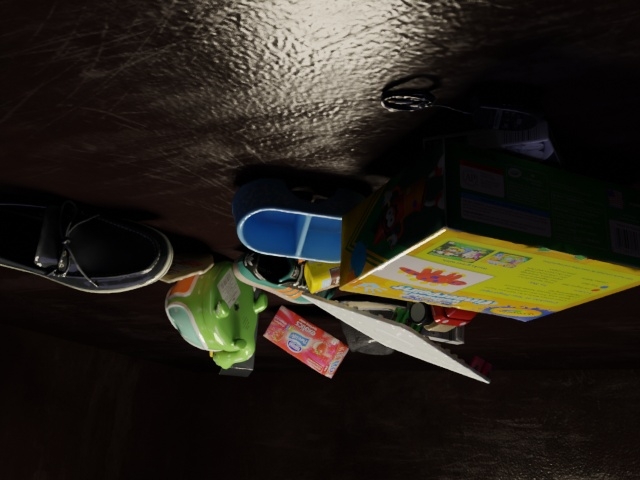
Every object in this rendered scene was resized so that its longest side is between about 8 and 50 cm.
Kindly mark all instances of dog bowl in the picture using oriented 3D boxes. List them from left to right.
[{"bbox_3d":[-0.035,-0.033,1.473,0.297,0.074,0.166,8,136,-10],"label":"dog bowl"}]

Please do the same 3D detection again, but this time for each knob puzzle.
[{"bbox_3d":[-0.363,0.072,1.885,0.213,0.030,0.213,-3,-164,1],"label":"knob puzzle"}]

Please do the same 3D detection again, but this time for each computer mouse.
[{"bbox_3d":[0.210,-0.205,1.074,0.242,0.041,0.071,9,164,7],"label":"computer mouse"}]

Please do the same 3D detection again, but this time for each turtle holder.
[{"bbox_3d":[-0.290,0.200,2.040,0.227,0.243,0.320,-4,150,25],"label":"turtle holder"}]

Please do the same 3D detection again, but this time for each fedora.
[{"bbox_3d":[0.164,0.289,2.362,0.333,0.153,0.334,4,161,2],"label":"fedora"}]

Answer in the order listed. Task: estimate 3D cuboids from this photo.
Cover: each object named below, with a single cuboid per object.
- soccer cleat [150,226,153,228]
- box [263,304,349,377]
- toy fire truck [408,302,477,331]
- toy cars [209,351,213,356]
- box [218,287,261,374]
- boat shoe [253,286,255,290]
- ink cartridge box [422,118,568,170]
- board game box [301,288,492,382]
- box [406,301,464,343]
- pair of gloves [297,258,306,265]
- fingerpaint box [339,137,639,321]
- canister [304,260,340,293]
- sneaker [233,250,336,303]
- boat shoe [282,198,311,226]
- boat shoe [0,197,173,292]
[{"bbox_3d":[-0.547,0.041,1.805,0.331,0.143,0.116,-1,159,15],"label":"soccer cleat"},{"bbox_3d":[-0.047,0.341,2.445,0.256,0.128,0.122,29,174,27],"label":"box"},{"bbox_3d":[0.318,0.065,1.602,0.158,0.217,0.246,12,145,-38],"label":"toy fire truck"},{"bbox_3d":[-0.347,0.305,2.499,0.087,0.177,0.394,0,162,-4],"label":"toy cars"},{"bbox_3d":[-0.253,0.285,2.277,0.103,0.261,0.184,7,162,-7],"label":"box"},{"bbox_3d":[-0.304,0.154,2.178,0.226,0.083,0.076,-2,159,18],"label":"boat shoe"},{"bbox_3d":[0.307,-0.132,1.244,0.206,0.045,0.208,-6,160,27],"label":"ink cartridge box"},{"bbox_3d":[0.199,0.233,1.871,0.390,0.050,0.390,13,163,49],"label":"board game box"},{"bbox_3d":[0.340,0.220,2.124,0.186,0.145,0.038,13,159,-26],"label":"box"},{"bbox_3d":[-0.018,0.045,1.768,0.074,0.010,0.083,-16,165,2],"label":"pair of gloves"},{"bbox_3d":[0.309,0.003,1.307,0.444,0.163,0.371,11,158,-21],"label":"fingerpaint box"},{"bbox_3d":[0.050,0.068,1.762,0.169,0.073,0.126,-16,164,-9],"label":"canister"},{"bbox_3d":[-0.075,0.098,1.918,0.302,0.108,0.121,16,163,-27],"label":"sneaker"},{"bbox_3d":[-0.083,-0.044,1.565,0.066,0.063,0.184,20,156,-38],"label":"boat shoe"},{"bbox_3d":[-0.594,0.007,1.663,0.499,0.187,0.156,11,167,-2],"label":"boat shoe"}]
